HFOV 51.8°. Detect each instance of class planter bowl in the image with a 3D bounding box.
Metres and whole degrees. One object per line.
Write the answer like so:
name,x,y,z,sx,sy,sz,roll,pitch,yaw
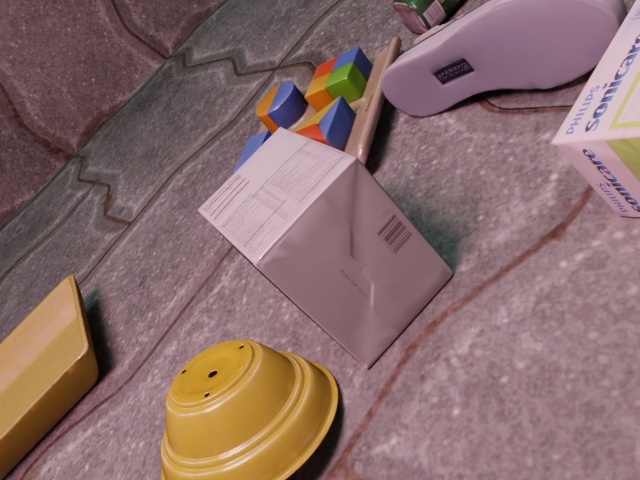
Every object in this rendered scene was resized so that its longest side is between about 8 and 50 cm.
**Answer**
planter bowl,-0.098,0.172,0.710,0.217,0.090,0.217,-23,23,10

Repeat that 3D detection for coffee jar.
coffee jar,0.220,-0.450,1.154,0.184,0.079,0.096,-45,31,-2

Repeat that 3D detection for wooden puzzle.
wooden puzzle,-0.034,-0.197,1.133,0.348,0.080,0.322,-20,39,39

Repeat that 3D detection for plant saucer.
plant saucer,-0.517,0.255,1.173,0.333,0.081,0.333,-47,31,-2

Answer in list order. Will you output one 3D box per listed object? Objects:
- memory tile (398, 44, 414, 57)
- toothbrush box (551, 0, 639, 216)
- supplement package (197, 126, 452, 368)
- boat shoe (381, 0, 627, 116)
memory tile,0.158,-0.297,1.107,0.148,0.012,0.113,-6,47,47
toothbrush box,0.361,-0.128,0.508,0.206,0.122,0.283,-56,22,-11
supplement package,0.000,0.000,0.755,0.149,0.194,0.203,-47,31,-5
boat shoe,0.246,-0.276,0.882,0.367,0.136,0.156,-10,41,57
